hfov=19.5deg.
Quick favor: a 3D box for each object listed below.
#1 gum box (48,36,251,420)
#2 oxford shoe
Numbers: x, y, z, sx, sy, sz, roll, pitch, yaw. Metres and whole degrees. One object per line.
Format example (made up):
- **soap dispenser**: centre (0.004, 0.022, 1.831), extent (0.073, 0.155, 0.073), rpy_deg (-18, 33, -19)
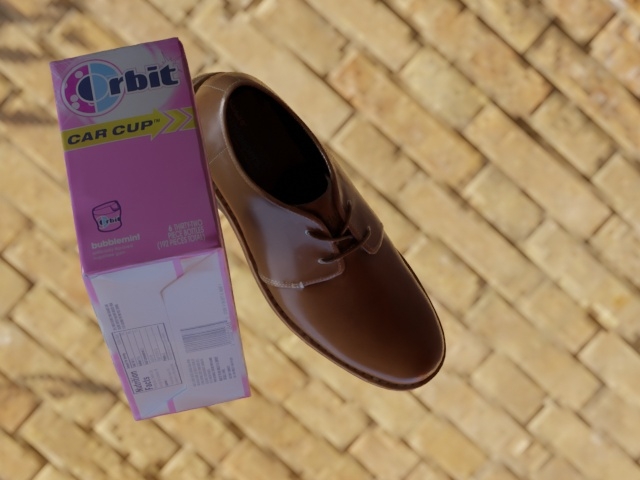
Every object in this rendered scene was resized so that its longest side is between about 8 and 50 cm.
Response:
- **gum box**: centre (-0.077, 0.003, 0.880), extent (0.188, 0.062, 0.107), rpy_deg (86, 172, -64)
- **oxford shoe**: centre (0.000, 0.000, 0.998), extent (0.212, 0.076, 0.076), rpy_deg (50, 164, -14)
